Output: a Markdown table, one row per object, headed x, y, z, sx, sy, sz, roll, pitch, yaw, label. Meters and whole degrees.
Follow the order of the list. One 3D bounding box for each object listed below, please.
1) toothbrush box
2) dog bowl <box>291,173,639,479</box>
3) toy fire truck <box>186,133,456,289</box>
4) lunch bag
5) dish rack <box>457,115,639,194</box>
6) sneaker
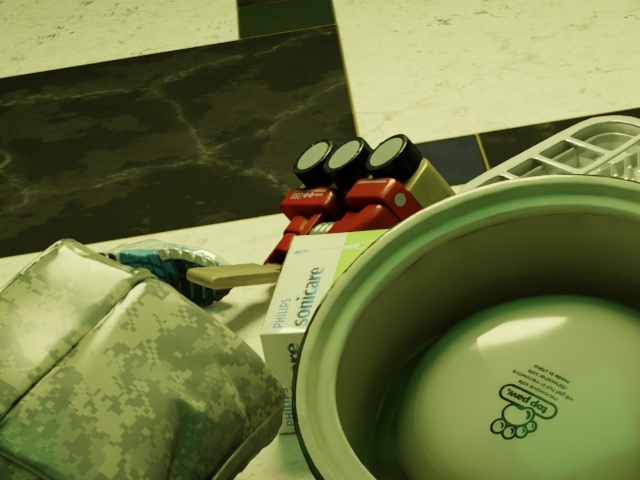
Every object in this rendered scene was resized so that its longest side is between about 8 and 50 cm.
| x | y | z | sx | sy | sz | roll | pitch | yaw | label |
| --- | --- | --- | --- | --- | --- | --- | --- | --- | --- |
| 0.101 | 0.082 | 1.891 | 0.283 | 0.122 | 0.206 | -3 | 27 | 11 | toothbrush box |
| 0.190 | 0.140 | 1.587 | 0.408 | 0.150 | 0.408 | -8 | 47 | 9 | dog bowl |
| 0.000 | 0.000 | 2.080 | 0.217 | 0.158 | 0.246 | 1 | 49 | 55 | toy fire truck |
| -0.201 | 0.178 | 1.698 | 0.256 | 0.213 | 0.305 | 21 | 39 | 20 | lunch bag |
| 0.348 | -0.033 | 2.103 | 0.285 | 0.072 | 0.333 | -27 | 31 | -34 | dish rack |
| -0.170 | 0.025 | 2.167 | 0.190 | 0.071 | 0.083 | 6 | 24 | 28 | sneaker |
